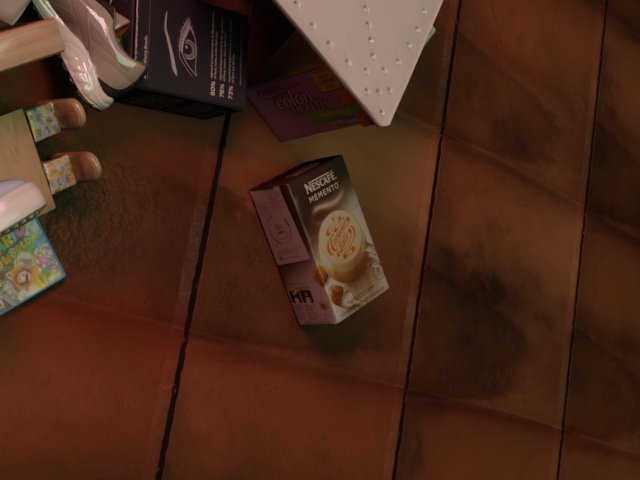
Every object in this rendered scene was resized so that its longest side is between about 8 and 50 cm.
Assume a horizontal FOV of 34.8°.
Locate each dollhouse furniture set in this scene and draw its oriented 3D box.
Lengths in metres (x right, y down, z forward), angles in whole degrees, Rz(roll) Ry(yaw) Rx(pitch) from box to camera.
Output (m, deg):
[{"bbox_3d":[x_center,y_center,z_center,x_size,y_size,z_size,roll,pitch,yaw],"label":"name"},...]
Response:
[{"bbox_3d":[-0.385,-0.140,1.276,0.212,0.161,0.242,-34,117,-45],"label":"dollhouse furniture set"}]

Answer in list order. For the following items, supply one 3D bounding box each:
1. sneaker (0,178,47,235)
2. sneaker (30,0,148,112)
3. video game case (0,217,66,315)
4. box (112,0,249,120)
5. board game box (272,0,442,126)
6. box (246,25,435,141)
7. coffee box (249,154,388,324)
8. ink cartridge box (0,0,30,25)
[{"bbox_3d":[-0.500,-0.025,1.139,0.365,0.135,0.150,-20,100,-9],"label":"sneaker"},{"bbox_3d":[-0.328,-0.313,1.387,0.108,0.100,0.272,-29,91,-1],"label":"sneaker"},{"bbox_3d":[-0.426,0.003,1.369,0.119,0.015,0.166,-35,109,-38],"label":"video game case"},{"bbox_3d":[-0.218,-0.275,1.519,0.207,0.108,0.153,8,82,-41],"label":"box"},{"bbox_3d":[0.035,-0.426,1.489,0.390,0.050,0.390,46,53,-33],"label":"board game box"},{"bbox_3d":[0.033,-0.296,1.675,0.117,0.213,0.243,52,55,-25],"label":"box"},{"bbox_3d":[0.000,0.000,1.697,0.141,0.098,0.247,-32,107,-39],"label":"coffee box"},{"bbox_3d":[-0.457,-0.446,1.208,0.271,0.130,0.309,23,36,-38],"label":"ink cartridge box"}]
